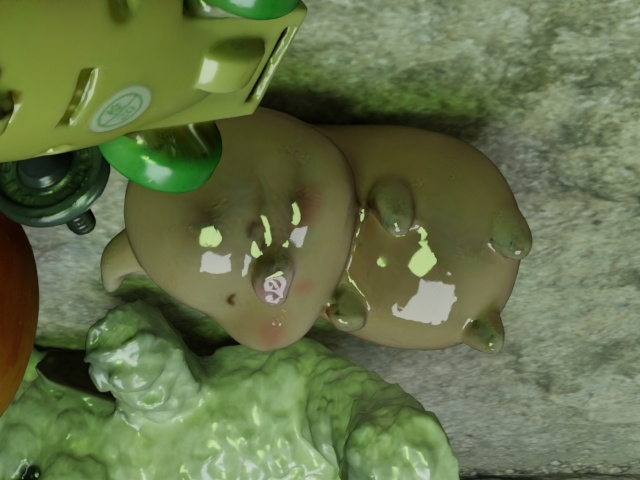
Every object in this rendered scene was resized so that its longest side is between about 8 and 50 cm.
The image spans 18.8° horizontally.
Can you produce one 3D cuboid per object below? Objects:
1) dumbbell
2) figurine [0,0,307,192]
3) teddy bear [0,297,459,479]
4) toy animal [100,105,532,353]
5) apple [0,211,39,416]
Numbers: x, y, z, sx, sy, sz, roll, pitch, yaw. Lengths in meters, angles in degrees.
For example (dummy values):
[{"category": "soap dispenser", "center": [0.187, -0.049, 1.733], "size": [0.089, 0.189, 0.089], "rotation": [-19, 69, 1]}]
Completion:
[{"category": "dumbbell", "center": [-0.176, -0.068, 1.122], "size": [0.081, 0.081, 0.254], "rotation": [-8, 152, 9]}, {"category": "figurine", "center": [-0.145, -0.128, 0.834], "size": [0.324, 0.222, 0.124], "rotation": [-13, 145, -45]}, {"category": "teddy bear", "center": [-0.130, 0.205, 1.414], "size": [0.362, 0.375, 0.327], "rotation": [-13, 113, -17]}, {"category": "toy animal", "center": [0.001, -0.011, 1.177], "size": [0.250, 0.166, 0.154], "rotation": [12, -167, -14]}, {"category": "apple", "center": [-0.271, 0.051, 1.235], "size": [0.199, 0.199, 0.199], "rotation": [-2, 152, -1]}]
